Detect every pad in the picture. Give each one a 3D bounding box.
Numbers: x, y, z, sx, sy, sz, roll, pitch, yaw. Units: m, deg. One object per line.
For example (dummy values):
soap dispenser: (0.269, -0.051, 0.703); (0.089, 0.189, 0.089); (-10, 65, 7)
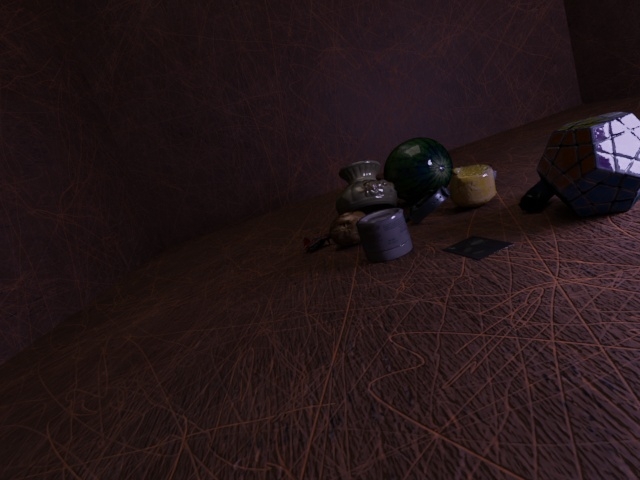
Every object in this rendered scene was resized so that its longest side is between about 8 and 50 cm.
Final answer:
pad: (0.486, 0.019, 1.252); (0.127, 0.004, 0.190); (-23, 14, -13)

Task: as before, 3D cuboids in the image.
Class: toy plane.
toy plane: (0.001, 0.003, 1.886); (0.190, 0.061, 0.130); (-12, 14, 14)

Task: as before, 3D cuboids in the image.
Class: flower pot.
flower pot: (0.215, -0.248, 1.977); (0.308, 0.243, 0.307); (-10, -13, -2)

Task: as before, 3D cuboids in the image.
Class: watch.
watch: (0.472, -0.162, 1.732); (0.193, 0.068, 0.206); (-41, 1, 25)

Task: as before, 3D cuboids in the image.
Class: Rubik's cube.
Rubik's cube: (0.819, -0.226, 1.189); (0.319, 0.319, 0.263); (-10, 44, 36)

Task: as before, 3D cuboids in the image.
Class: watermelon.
watermelon: (0.497, -0.357, 2.036); (0.364, 0.362, 0.363); (-19, 13, 5)

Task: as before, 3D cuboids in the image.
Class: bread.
bread: (0.631, -0.225, 1.670); (0.197, 0.170, 0.197); (-11, 25, 5)

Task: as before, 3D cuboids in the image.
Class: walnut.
walnut: (0.123, -0.050, 1.734); (0.184, 0.155, 0.155); (-17, 13, 18)

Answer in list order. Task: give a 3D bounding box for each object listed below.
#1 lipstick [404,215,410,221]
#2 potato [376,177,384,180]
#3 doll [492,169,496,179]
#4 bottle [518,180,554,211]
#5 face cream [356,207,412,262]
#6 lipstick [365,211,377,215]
lipstick: (0.368, -0.093, 1.804); (0.116, 0.037, 0.037); (-19, 13, -11)
potato: (0.312, -0.259, 2.246); (0.210, 0.173, 0.307); (-18, 16, 17)
doll: (0.803, -0.309, 1.955); (0.102, 0.075, 0.227); (-32, 2, 9)
bottle: (0.792, -0.172, 1.430); (0.245, 0.072, 0.082); (-30, -1, -35)
face cream: (0.232, -0.023, 1.462); (0.178, 0.152, 0.177); (-18, 14, 5)
lipstick: (0.202, -0.090, 1.983); (0.186, 0.063, 0.057); (-15, 10, 45)
